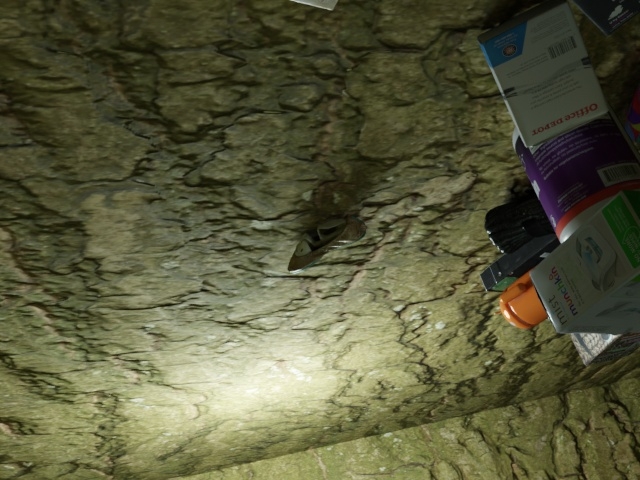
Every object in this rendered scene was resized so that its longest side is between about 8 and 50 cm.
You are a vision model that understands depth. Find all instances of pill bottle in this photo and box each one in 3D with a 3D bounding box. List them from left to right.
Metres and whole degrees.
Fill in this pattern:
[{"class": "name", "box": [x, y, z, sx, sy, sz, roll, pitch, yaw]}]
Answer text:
[{"class": "pill bottle", "box": [0.457, -0.140, 1.260, 0.182, 0.322, 0.181, -12, 149, -7]}]

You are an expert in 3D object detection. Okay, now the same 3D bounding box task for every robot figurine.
[{"class": "robot figurine", "box": [0.558, 0.148, 1.857, 0.158, 0.128, 0.219, -32, 168, -46]}]

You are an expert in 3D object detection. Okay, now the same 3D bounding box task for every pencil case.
[{"class": "pencil case", "box": [0.643, -0.281, 1.347, 0.105, 0.104, 0.236, -17, 148, 1]}]

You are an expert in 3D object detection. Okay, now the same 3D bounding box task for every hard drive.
[{"class": "hard drive", "box": [0.615, 0.032, 1.880, 0.237, 0.064, 0.339, 6, 143, -33]}]

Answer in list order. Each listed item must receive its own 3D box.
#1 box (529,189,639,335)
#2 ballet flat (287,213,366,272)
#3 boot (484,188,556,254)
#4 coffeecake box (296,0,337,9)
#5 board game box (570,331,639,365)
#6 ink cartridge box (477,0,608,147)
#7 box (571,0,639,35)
[{"class": "box", "box": [0.520, 0.044, 1.144, 0.262, 0.126, 0.231, 1, 145, -27]}, {"class": "ballet flat", "box": [0.000, 0.000, 1.546, 0.206, 0.073, 0.067, -30, 120, 18]}, {"class": "boot", "box": [0.558, -0.058, 1.623, 0.348, 0.131, 0.260, 13, 144, -40]}, {"class": "coffeecake box", "box": [-0.040, -0.378, 0.879, 0.186, 0.068, 0.142, 3, 144, -30]}, {"class": "board game box", "box": [0.763, 0.159, 1.873, 0.141, 0.232, 0.291, -11, 150, -14]}, {"class": "ink cartridge box", "box": [0.355, -0.267, 1.143, 0.140, 0.082, 0.190, -24, 111, 14]}, {"class": "box", "box": [0.337, -0.412, 0.908, 0.270, 0.165, 0.143, 17, 137, -44]}]
